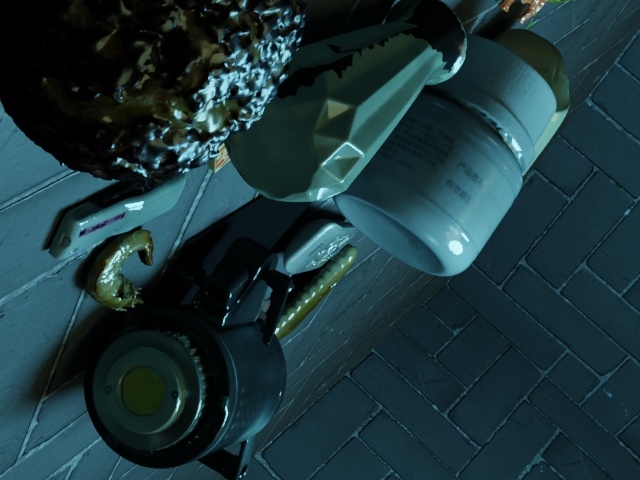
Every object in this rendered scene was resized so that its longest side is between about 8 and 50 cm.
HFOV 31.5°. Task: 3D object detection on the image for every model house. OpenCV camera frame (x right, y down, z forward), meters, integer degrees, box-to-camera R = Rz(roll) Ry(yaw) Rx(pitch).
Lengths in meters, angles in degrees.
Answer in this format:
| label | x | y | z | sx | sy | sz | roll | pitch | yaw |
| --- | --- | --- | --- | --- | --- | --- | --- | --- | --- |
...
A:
| label | x | y | z | sx | sy | sz | roll | pitch | yaw |
| --- | --- | --- | --- | --- | --- | --- | --- | --- | --- |
| model house | -0.106 | 0.130 | 1.950 | 0.058 | 0.057 | 0.083 | -45 | 167 | 9 |

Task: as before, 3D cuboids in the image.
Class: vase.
| label | x | y | z | sx | sy | sz | roll | pitch | yaw |
| --- | --- | --- | --- | --- | --- | --- | --- | --- | --- |
| vase | 0.039 | -0.172 | 1.269 | 0.360 | 0.165 | 0.165 | -42 | 168 | -48 |

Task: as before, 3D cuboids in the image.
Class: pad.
| label | x | y | z | sx | sy | sz | roll | pitch | yaw |
| --- | --- | --- | --- | --- | --- | --- | --- | --- | --- |
| pad | -0.114 | 0.007 | 1.641 | 0.367 | 0.007 | 0.248 | -35 | 163 | -46 |

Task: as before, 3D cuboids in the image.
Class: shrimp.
| label | x | y | z | sx | sy | sz | roll | pitch | yaw |
| --- | --- | --- | --- | --- | --- | --- | --- | --- | --- |
| shrimp | -0.221 | 0.033 | 1.286 | 0.162 | 0.045 | 0.095 | 65 | 47 | -72 |

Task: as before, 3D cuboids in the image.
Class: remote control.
| label | x | y | z | sx | sy | sz | roll | pitch | yaw |
| --- | --- | --- | --- | --- | --- | --- | --- | --- | --- |
| remote control | 0.000 | 0.000 | 1.925 | 0.109 | 0.055 | 0.313 | -43 | 174 | 7 |
| remote control | -0.200 | -0.029 | 1.147 | 0.166 | 0.029 | 0.065 | -33 | 162 | -51 |

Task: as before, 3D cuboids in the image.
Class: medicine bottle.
| label | x | y | z | sx | sy | sz | roll | pitch | yaw |
| --- | --- | --- | --- | --- | --- | --- | --- | --- | --- |
| medicine bottle | 0.188 | -0.128 | 1.689 | 0.306 | 0.245 | 0.245 | -54 | 170 | -11 |

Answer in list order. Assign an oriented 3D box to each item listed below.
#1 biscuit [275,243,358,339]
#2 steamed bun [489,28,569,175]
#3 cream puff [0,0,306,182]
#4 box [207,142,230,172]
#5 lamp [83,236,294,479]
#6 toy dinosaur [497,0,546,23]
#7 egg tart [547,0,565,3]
| label | x | y | z | sx | sy | sz | roll | pitch | yaw |
| --- | --- | --- | --- | --- | --- | --- | --- | --- | --- |
| biscuit | -0.058 | 0.142 | 2.133 | 0.325 | 0.044 | 0.217 | -43 | 175 | -19 |
| steamed bun | 0.313 | -0.243 | 1.912 | 0.250 | 0.154 | 0.200 | -92 | -155 | -45 |
| cream puff | -0.107 | -0.147 | 0.761 | 0.239 | 0.165 | 0.239 | -45 | 165 | -15 |
| box | -0.090 | -0.121 | 1.278 | 0.093 | 0.015 | 0.058 | -44 | 169 | -23 |
| lamp | -0.180 | 0.192 | 1.486 | 0.272 | 0.205 | 0.374 | -33 | 145 | -58 |
| toy dinosaur | 0.344 | -0.394 | 1.822 | 0.101 | 0.055 | 0.279 | -43 | 170 | 27 |
| egg tart | 0.402 | -0.470 | 1.656 | 0.288 | 0.118 | 0.288 | -45 | 170 | -10 |
